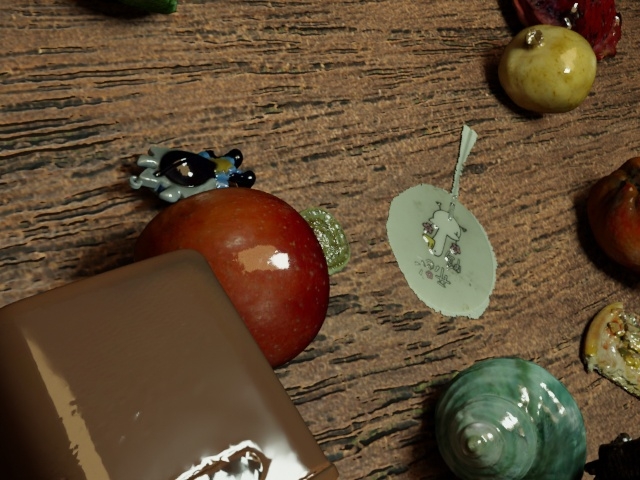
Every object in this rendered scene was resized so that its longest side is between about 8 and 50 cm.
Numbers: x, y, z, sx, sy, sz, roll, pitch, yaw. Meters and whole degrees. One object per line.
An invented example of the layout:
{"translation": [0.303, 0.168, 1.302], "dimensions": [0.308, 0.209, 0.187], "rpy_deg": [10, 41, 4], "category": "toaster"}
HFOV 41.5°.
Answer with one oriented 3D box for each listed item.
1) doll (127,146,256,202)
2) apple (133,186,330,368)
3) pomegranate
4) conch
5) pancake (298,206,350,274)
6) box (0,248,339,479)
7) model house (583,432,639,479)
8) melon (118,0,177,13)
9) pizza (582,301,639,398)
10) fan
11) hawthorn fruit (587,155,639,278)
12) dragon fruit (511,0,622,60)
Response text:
{"translation": [-0.168, -0.086, 1.094], "dimensions": [0.195, 0.070, 0.096], "rpy_deg": [-12, 59, -49], "category": "doll"}
{"translation": [-0.101, 0.047, 0.968], "dimensions": [0.201, 0.218, 0.218], "rpy_deg": [-17, 76, -19], "category": "apple"}
{"translation": [0.432, -0.333, 1.622], "dimensions": [0.196, 0.196, 0.196], "rpy_deg": [19, 56, -30], "category": "pomegranate"}
{"translation": [0.259, 0.271, 1.172], "dimensions": [0.277, 0.196, 0.220], "rpy_deg": [22, 80, -58], "category": "conch"}
{"translation": [0.001, 0.001, 1.212], "dimensions": [0.108, 0.017, 0.108], "rpy_deg": [15, 59, -27], "category": "pancake"}
{"translation": [-0.196, 0.188, 0.735], "dimensions": [0.239, 0.339, 0.229], "rpy_deg": [-21, 77, -43], "category": "box"}
{"translation": [0.340, 0.407, 1.069], "dimensions": [0.283, 0.317, 0.297], "rpy_deg": [-20, 88, -23], "category": "model house"}
{"translation": [-0.274, -0.414, 1.168], "dimensions": [0.169, 0.129, 0.265], "rpy_deg": [5, 64, -11], "category": "melon"}
{"translation": [0.550, 0.213, 1.504], "dimensions": [0.195, 0.052, 0.185], "rpy_deg": [50, 49, -4], "category": "pizza"}
{"translation": [0.221, -0.054, 1.418], "dimensions": [0.233, 0.012, 0.414], "rpy_deg": [33, 50, -21], "category": "fan"}
{"translation": [0.626, -0.021, 1.601], "dimensions": [0.260, 0.224, 0.224], "rpy_deg": [60, 41, -27], "category": "hawthorn fruit"}
{"translation": [0.515, -0.492, 1.841], "dimensions": [0.329, 0.228, 0.286], "rpy_deg": [33, 73, -58], "category": "dragon fruit"}
